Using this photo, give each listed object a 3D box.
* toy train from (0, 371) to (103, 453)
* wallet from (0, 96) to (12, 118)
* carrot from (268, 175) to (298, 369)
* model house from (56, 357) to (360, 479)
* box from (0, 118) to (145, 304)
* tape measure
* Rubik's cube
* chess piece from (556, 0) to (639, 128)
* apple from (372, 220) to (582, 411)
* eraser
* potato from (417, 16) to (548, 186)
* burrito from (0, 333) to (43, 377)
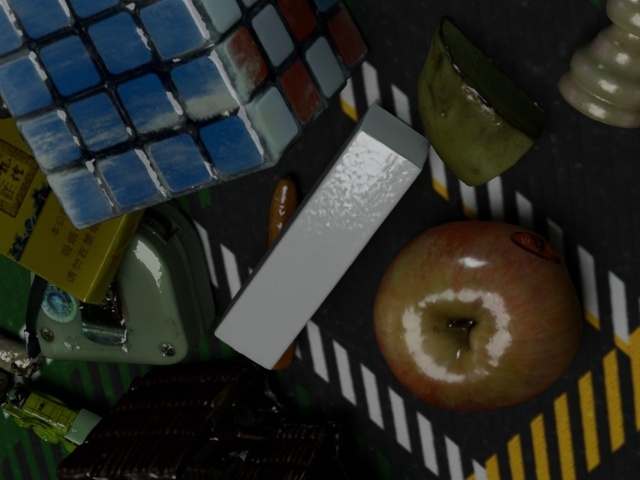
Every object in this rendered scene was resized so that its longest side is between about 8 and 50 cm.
[{"bbox_3d":[-0.383,0.198,1.995,0.249,0.053,0.085,24,154,10],"label":"toy train"},{"bbox_3d":[-0.394,-0.251,1.743,0.168,0.052,0.245,-1,100,30],"label":"wallet"},{"bbox_3d":[-0.043,0.039,1.771,0.043,0.043,0.248,14,120,17],"label":"carrot"},{"bbox_3d":[-0.108,0.266,1.809,0.317,0.297,0.282,-5,72,33],"label":"model house"},{"bbox_3d":[-0.320,-0.057,1.762,0.279,0.041,0.153,28,95,24],"label":"box"},{"bbox_3d":[-0.254,0.044,1.825,0.235,0.115,0.207,1,120,25],"label":"tape measure"},{"bbox_3d":[-0.146,-0.198,1.552,0.259,0.253,0.256,-18,109,30],"label":"Rubik's cube"},{"bbox_3d":[0.287,-0.197,1.460,0.094,0.094,0.170,25,118,10],"label":"chess piece"},{"bbox_3d":[0.162,0.073,1.622,0.209,0.164,0.209,6,108,20],"label":"apple"},{"bbox_3d":[0.000,-0.001,1.675,0.076,0.078,0.298,34,119,-5],"label":"eraser"},{"bbox_3d":[0.128,-0.121,1.575,0.149,0.081,0.120,44,124,-4],"label":"potato"},{"bbox_3d":[-0.430,0.119,1.996,0.185,0.041,0.045,25,167,9],"label":"burrito"}]
